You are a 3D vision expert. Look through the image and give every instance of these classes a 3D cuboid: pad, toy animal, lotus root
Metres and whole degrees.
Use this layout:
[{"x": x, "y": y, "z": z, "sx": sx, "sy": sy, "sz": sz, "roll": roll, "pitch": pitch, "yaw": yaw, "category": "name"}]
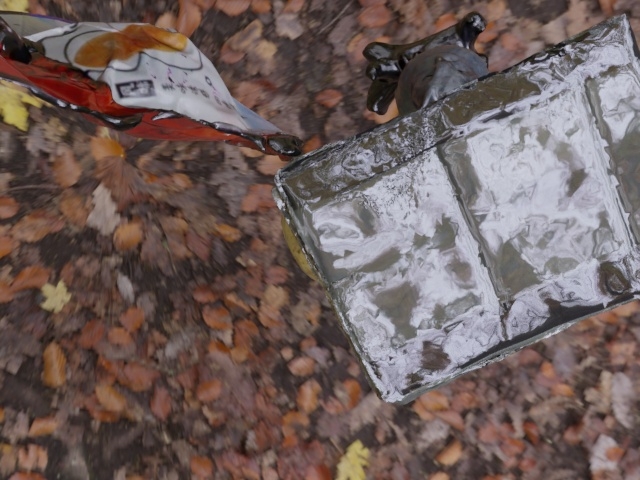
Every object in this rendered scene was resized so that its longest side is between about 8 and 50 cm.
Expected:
[{"x": 0.107, "y": -0.011, "z": 0.714, "sx": 0.233, "sy": 0.022, "sz": 0.174, "roll": -24, "pitch": 104, "yaw": 6, "category": "pad"}, {"x": 0.096, "y": -0.111, "z": 0.997, "sx": 0.121, "sy": 0.210, "sz": 0.117, "roll": -10, "pitch": 111, "yaw": 6, "category": "toy animal"}, {"x": 0.000, "y": 0.000, "z": 1.338, "sx": 0.072, "sy": 0.063, "sz": 0.152, "roll": -31, "pitch": 64, "yaw": -11, "category": "lotus root"}]

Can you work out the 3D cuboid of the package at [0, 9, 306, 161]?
[{"x": -0.139, "y": -0.100, "z": 0.693, "sx": 0.269, "sy": 0.194, "sz": 0.071, "roll": 8, "pitch": 104, "yaw": -39, "category": "package"}]
